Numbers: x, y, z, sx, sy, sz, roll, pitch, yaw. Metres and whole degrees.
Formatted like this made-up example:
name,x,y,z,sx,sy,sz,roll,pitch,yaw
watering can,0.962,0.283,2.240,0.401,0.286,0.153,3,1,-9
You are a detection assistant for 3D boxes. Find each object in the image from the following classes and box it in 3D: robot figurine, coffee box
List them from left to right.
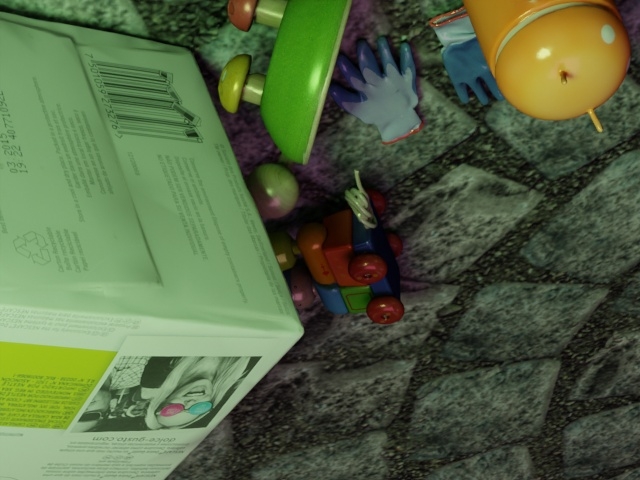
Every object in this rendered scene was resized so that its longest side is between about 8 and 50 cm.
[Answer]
name,x,y,z,sx,sy,sz,roll,pitch,yaw
coffee box,-0.284,0.030,1.548,0.338,0.337,0.334,6,139,-39
robot figurine,0.203,-0.197,1.559,0.128,0.219,0.158,-1,141,-19

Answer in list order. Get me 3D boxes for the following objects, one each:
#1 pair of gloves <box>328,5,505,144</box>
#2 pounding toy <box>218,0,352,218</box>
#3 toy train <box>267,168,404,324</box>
name,x,y,z,sx,sy,sz,roll,pitch,yaw
pair of gloves,0.111,-0.168,1.732,0.198,0.023,0.159,-23,145,11
pounding toy,-0.045,-0.153,1.595,0.110,0.183,0.237,16,140,-1
toy train,0.000,0.000,1.858,0.143,0.105,0.248,-8,145,12
